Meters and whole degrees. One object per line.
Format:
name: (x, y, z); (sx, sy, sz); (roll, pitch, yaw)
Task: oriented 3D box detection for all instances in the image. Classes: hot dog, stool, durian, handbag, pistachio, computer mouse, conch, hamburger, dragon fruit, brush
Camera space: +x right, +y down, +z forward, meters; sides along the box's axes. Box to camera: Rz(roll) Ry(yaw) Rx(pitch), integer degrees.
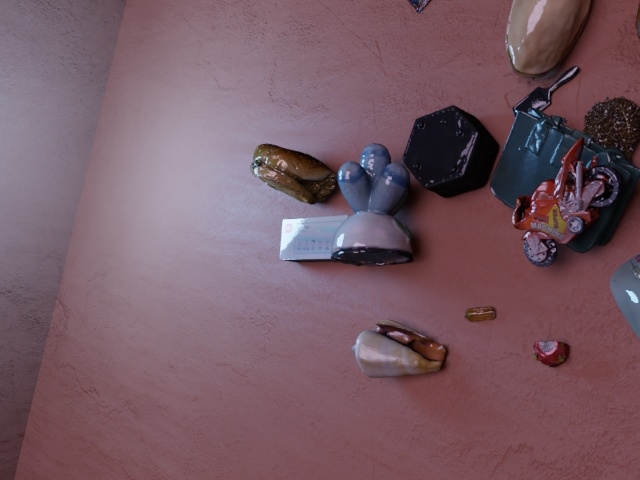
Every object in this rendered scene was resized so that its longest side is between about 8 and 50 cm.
hot dog: (0.408, 0.187, 1.760); (0.083, 0.021, 0.037); (-9, 96, 35)
stool: (0.341, -0.235, 1.823); (0.232, 0.141, 0.233); (-10, 74, 38)
durian: (0.672, -0.252, 1.589); (0.148, 0.091, 0.189); (-30, 65, 31)
handbag: (0.563, -0.145, 1.613); (0.326, 0.089, 0.239); (45, 133, 38)
pistachio: (0.560, -0.550, 1.696); (0.187, 0.187, 0.300); (24, 103, 40)
computer mouse: (0.732, 0.153, 1.454); (0.159, 0.097, 0.289); (-42, 58, 28)
conch: (0.205, 0.311, 1.857); (0.254, 0.127, 0.158); (15, 60, 19)
hamburger: (-0.088, -0.207, 2.108); (0.285, 0.243, 0.146); (27, 96, 24)
dragon fruit: (0.536, 0.267, 1.615); (0.083, 0.056, 0.060); (-5, 77, 37)
brush: (0.572, -0.374, 1.744); (0.193, 0.016, 0.063); (-40, 59, 27)

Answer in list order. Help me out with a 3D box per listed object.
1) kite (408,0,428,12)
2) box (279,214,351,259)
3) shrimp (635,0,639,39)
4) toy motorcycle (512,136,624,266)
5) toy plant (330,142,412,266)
kite: (0.312, -0.766, 2.044); (0.232, 0.009, 0.189); (5, 83, 39)
box: (0.000, 0.000, 2.095); (0.269, 0.079, 0.135); (-3, 80, 39)
shrimp: (0.867, -0.445, 1.468); (0.446, 0.109, 0.221); (50, 118, 38)
toy motorcycle: (0.529, -0.074, 1.528); (0.171, 0.089, 0.298); (57, 136, 25)
toy plant: (0.145, -0.105, 1.899); (0.247, 0.247, 0.333); (-5, 77, 39)
